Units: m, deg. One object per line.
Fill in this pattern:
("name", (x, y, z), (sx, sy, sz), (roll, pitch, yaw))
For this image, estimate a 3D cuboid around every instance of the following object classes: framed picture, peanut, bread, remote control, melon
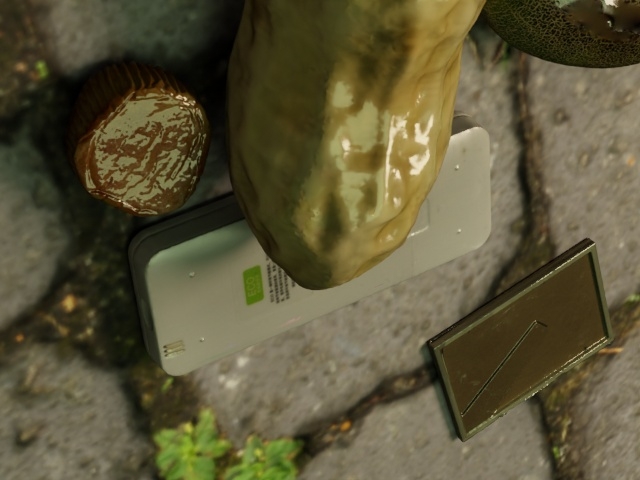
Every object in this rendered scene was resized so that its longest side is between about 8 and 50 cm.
("framed picture", (0.153, 0.075, 1.192), (0.149, 0.011, 0.109), (-31, 131, -14))
("peanut", (0.023, -0.123, 0.876), (0.140, 0.153, 0.325), (-3, 114, -28))
("bread", (-0.103, -0.059, 0.898), (0.085, 0.053, 0.085), (-9, 118, -17))
("remote control", (0.000, 0.000, 1.020), (0.250, 0.034, 0.103), (-23, 129, -21))
("melon", (0.165, -0.156, 0.990), (0.162, 0.099, 0.099), (6, 115, -36))
